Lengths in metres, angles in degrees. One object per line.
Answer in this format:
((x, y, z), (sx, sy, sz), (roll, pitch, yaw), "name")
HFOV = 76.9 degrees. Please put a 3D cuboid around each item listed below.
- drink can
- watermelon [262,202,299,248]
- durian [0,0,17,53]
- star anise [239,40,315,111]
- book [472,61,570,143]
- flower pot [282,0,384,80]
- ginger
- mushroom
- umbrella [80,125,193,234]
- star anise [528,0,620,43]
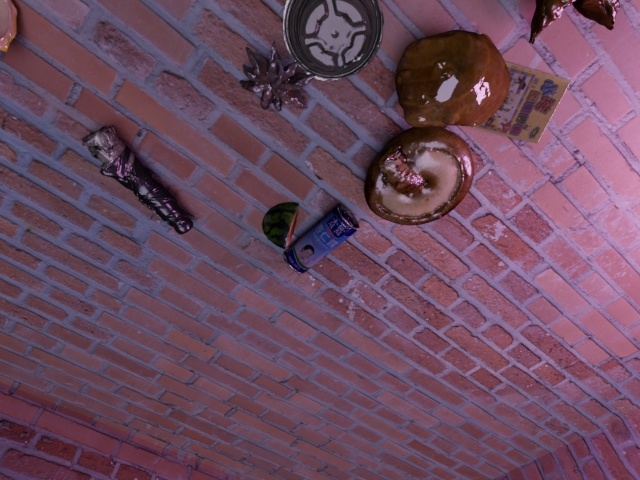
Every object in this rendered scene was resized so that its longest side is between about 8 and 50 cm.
((0.000, 0.000, 1.211), (0.235, 0.097, 0.097), (-40, 115, 22), "drink can")
((-0.100, -0.050, 1.201), (0.135, 0.125, 0.094), (-49, 142, 7), "watermelon")
((-0.794, -0.531, 0.842), (0.196, 0.185, 0.304), (2, 121, 22), "durian")
((-0.110, -0.370, 0.960), (0.195, 0.065, 0.183), (29, 150, -26), "star anise")
((0.507, -0.349, 1.029), (0.193, 0.013, 0.167), (11, 122, -8), "book")
((0.028, -0.460, 0.884), (0.236, 0.140, 0.235), (0, 125, 0), "flower pot")
((0.304, -0.358, 0.903), (0.270, 0.223, 0.200), (3, 111, 6), "ginger")
((0.247, -0.168, 1.060), (0.278, 0.162, 0.297), (29, 126, -32), "mushroom")
((-0.495, -0.148, 1.106), (0.106, 0.113, 0.357), (-38, 118, -3), "umbrella")
((0.483, -0.551, 0.817), (0.347, 0.148, 0.237), (24, 117, -29), "star anise")
